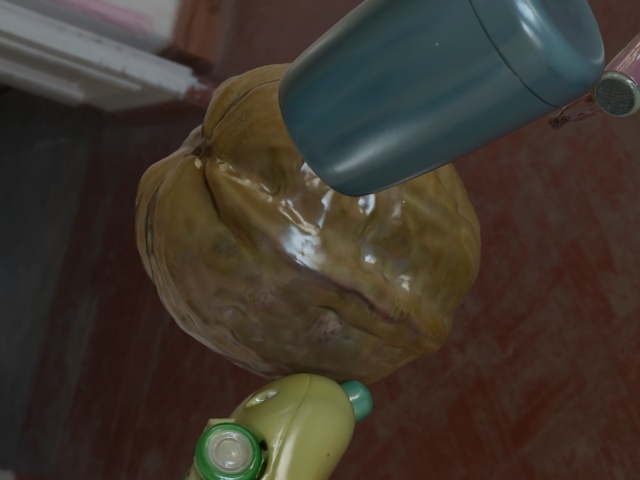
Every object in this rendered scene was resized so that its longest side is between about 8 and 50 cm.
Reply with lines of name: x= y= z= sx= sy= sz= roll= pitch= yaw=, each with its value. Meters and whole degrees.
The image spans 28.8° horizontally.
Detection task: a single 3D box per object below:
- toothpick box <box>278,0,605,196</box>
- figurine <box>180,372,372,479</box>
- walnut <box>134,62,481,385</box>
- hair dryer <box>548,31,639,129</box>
toothpick box: x=0.067 y=-0.105 z=0.759 sx=0.184 sy=0.120 sz=0.120 roll=-29 pitch=49 yaw=28
figurine: x=-0.009 y=0.273 z=1.107 sx=0.124 sy=0.222 sz=0.324 roll=119 pitch=150 yaw=-56
walnut: x=-0.001 y=-0.001 z=1.241 sx=0.306 sy=0.344 sz=0.306 roll=-39 pitch=26 yaw=23
hair dryer: x=0.293 y=-0.157 z=1.314 sx=0.154 sy=0.054 sz=0.106 roll=-32 pitch=15 yaw=50
